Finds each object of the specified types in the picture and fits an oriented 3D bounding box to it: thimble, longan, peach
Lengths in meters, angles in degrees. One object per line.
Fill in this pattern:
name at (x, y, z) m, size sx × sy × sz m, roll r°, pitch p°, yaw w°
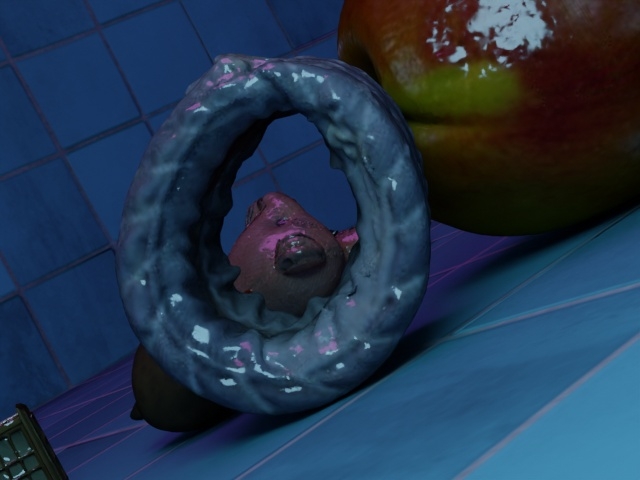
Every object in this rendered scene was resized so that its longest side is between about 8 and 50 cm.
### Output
thimble at (-0.026, -0.011, 0.817) m, size 0.205 × 0.236 × 0.172 m, roll -3°, pitch 9°, yaw 7°
longan at (-0.108, 0.108, 0.962) m, size 0.113 × 0.092 × 0.113 m, roll -37°, pitch 20°, yaw 16°
peach at (0.180, -0.147, 0.962) m, size 0.332 × 0.308 × 0.308 m, roll -10°, pitch -5°, yaw -21°

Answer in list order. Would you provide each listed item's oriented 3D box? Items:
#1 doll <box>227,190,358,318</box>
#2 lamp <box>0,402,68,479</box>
doll at (0.000, 0.000, 1.462) m, size 0.303 × 0.156 × 0.201 m, roll -24°, pitch -8°, yaw -48°
lamp at (-0.356, 0.242, 0.926) m, size 0.325 × 0.089 × 0.090 m, roll -28°, pitch 2°, yaw -15°
